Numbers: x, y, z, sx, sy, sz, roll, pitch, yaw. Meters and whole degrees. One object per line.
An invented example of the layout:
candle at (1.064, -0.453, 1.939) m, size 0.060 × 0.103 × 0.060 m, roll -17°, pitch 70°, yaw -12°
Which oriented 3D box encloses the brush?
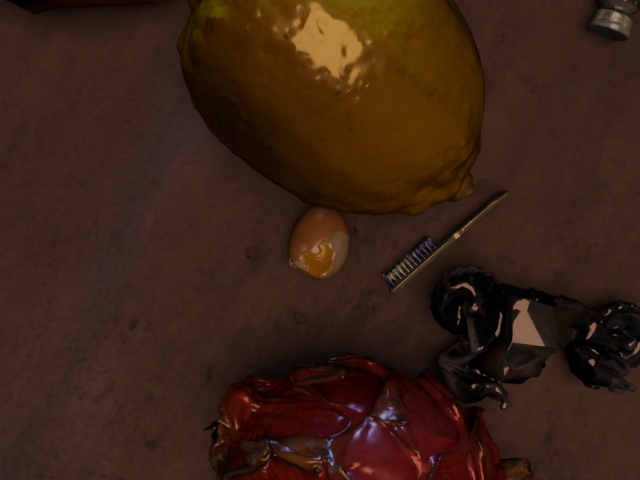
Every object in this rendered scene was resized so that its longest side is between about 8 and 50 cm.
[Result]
brush at (0.143, -0.005, 0.934) m, size 0.178 × 0.033 × 0.030 m, roll -41°, pitch 82°, yaw 3°

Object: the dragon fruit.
dragon fruit at (0.047, 0.261, 0.842) m, size 0.342 × 0.277 × 0.277 m, roll 7°, pitch 96°, yaw 2°

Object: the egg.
egg at (0.000, 0.000, 0.909) m, size 0.071 × 0.071 × 0.083 m, roll 17°, pitch 94°, yaw -4°

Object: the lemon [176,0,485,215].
lemon at (0.019, -0.171, 0.800) m, size 0.316 × 0.285 × 0.285 m, roll 8°, pitch 97°, yaw -24°

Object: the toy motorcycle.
toy motorcycle at (0.243, 0.123, 0.916) m, size 0.270 × 0.106 × 0.159 m, roll 15°, pitch 98°, yaw -10°

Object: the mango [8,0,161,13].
mango at (-0.260, -0.333, 0.823) m, size 0.287 × 0.152 × 0.201 m, roll 3°, pitch 107°, yaw 0°

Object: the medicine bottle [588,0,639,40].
medicine bottle at (0.355, -0.320, 0.896) m, size 0.051 × 0.051 × 0.191 m, roll 19°, pitch 96°, yaw -4°
